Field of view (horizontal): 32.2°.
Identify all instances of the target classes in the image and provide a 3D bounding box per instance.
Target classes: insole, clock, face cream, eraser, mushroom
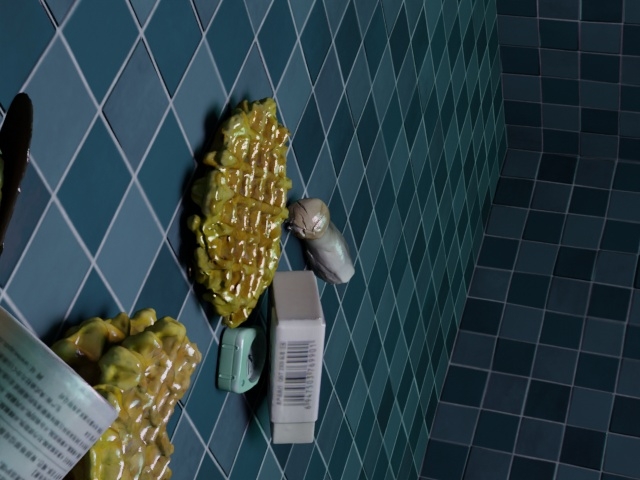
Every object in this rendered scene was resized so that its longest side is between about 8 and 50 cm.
[{"bbox_3d":[-0.293,0.016,0.953,0.007,0.111,0.327,5,125,-33],"label":"insole"},{"bbox_3d":[-0.117,0.181,1.730,0.135,0.041,0.101,-5,102,-72],"label":"clock"},{"bbox_3d":[-0.336,0.226,0.861,0.369,0.145,0.145,-47,151,-13],"label":"face cream"},{"bbox_3d":[-0.045,0.191,1.781,0.124,0.081,0.278,-101,-168,-51],"label":"eraser"},{"bbox_3d":[-0.001,-0.004,1.939,0.223,0.081,0.092,64,18,-55],"label":"mushroom"}]

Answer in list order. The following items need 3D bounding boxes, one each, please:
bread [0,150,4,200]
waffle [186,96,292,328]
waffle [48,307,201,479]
[{"bbox_3d":[-0.336,-0.027,0.835,0.240,0.139,0.239,6,90,-74],"label":"bread"},{"bbox_3d":[-0.113,-0.043,1.607,0.302,0.068,0.324,-64,153,-43],"label":"waffle"},{"bbox_3d":[-0.233,0.246,1.247,0.261,0.151,0.324,-38,130,-58],"label":"waffle"}]
